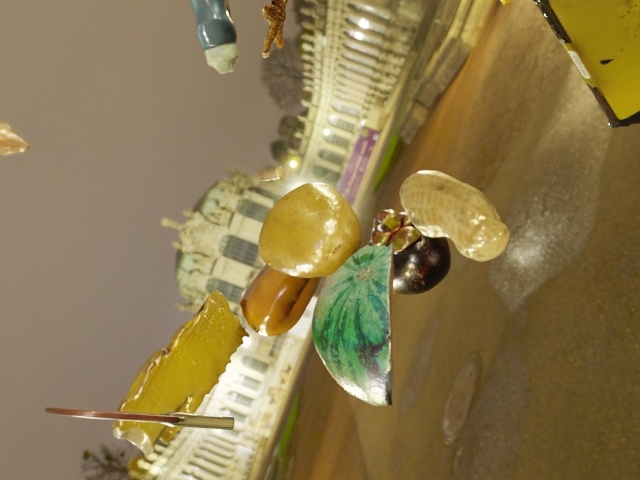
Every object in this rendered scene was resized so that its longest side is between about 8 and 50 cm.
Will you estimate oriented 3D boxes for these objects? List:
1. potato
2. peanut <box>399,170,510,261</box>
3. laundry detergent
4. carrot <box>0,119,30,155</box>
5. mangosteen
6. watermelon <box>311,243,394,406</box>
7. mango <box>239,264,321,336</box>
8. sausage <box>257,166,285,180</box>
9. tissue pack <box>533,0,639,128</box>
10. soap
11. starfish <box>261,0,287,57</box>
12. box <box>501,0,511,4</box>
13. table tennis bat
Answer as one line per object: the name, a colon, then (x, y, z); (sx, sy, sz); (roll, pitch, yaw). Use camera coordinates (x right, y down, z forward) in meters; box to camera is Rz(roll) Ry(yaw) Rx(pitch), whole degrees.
potato: (0.000, 0.000, 1.219); (0.158, 0.203, 0.178); (40, 142, 48)
peanut: (0.298, -0.061, 1.456); (0.153, 0.140, 0.325); (-49, 43, 5)
laundry detergent: (-0.223, -0.489, 1.305); (0.143, 0.094, 0.289); (-116, 12, -77)
carrot: (-0.563, -0.182, 0.987); (0.102, 0.263, 0.102); (19, -90, -84)
mangosteen: (0.261, 0.023, 2.011); (0.302, 0.275, 0.275); (57, -144, -32)
watermelon: (0.061, 0.134, 0.911); (0.146, 0.128, 0.231); (-111, 17, -61)
mango: (-0.080, 0.112, 1.470); (0.236, 0.136, 0.166); (-57, 9, -7)
sausage: (-0.098, -0.127, 1.235); (0.132, 0.024, 0.024); (6, 74, 68)
tissue pack: (0.541, -0.410, 1.068); (0.264, 0.416, 0.253); (-11, 55, 40)
soap: (-0.310, 0.295, 1.491); (0.338, 0.169, 0.304); (-51, 9, -1)
starfish: (-0.115, -0.609, 1.708); (0.227, 0.043, 0.240); (82, -159, -80)
box: (0.450, -0.649, 1.373); (0.043, 0.152, 0.269); (66, -176, 31)
table tennis bat: (-0.244, 0.250, 0.905); (0.154, 0.274, 0.021); (-15, 65, 50)
